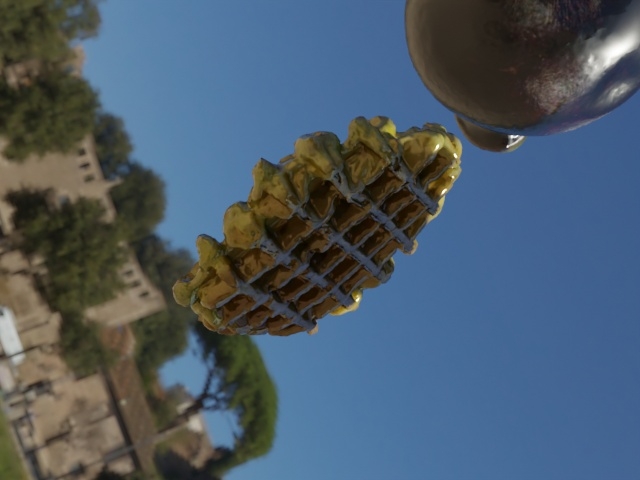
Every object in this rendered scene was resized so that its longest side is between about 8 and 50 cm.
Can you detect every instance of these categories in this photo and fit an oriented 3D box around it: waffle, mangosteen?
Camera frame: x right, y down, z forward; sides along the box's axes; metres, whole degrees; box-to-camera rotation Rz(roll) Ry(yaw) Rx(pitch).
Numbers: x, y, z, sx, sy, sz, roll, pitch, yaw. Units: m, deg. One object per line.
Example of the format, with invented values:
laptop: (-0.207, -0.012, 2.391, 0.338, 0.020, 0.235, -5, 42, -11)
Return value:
waffle: (0.004, -0.003, 0.686, 0.038, 0.191, 0.191, 52, -24, 24)
mangosteen: (0.219, -0.218, 1.231, 0.275, 0.275, 0.302, 61, -7, 24)
